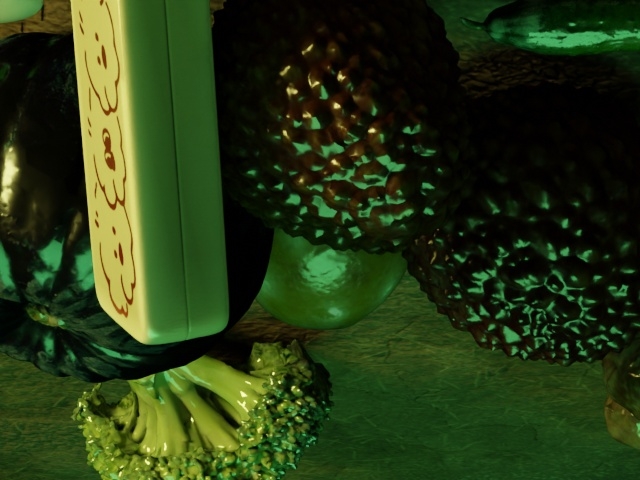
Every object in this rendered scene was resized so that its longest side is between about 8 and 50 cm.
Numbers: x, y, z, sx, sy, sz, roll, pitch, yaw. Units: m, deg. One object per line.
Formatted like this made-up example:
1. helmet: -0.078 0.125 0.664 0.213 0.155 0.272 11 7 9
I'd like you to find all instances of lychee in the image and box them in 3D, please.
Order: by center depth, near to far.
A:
1. lychee: 0.012 -0.109 1.623 0.236 0.271 0.236 -29 155 -15
2. lychee: 0.199 -0.025 1.825 0.264 0.300 0.264 -35 167 -9

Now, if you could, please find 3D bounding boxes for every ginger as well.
1. ginger: 0.444 0.167 2.344 0.244 0.155 0.304 -3 157 20

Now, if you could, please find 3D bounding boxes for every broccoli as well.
1. broccoli: -0.162 0.229 2.467 0.375 0.249 0.302 -8 158 38

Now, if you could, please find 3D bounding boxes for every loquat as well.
1. loquat: 0.000 0.000 1.997 0.179 0.179 0.227 9 153 -13

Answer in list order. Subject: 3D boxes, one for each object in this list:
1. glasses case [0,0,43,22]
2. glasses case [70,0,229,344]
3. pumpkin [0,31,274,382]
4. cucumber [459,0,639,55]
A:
1. glasses case: -0.304 -0.242 1.601 0.092 0.059 0.233 -7 156 20
2. glasses case: -0.137 -0.095 1.566 0.076 0.336 0.144 -9 -164 -21
3. pumpkin: -0.223 -0.027 1.823 0.363 0.266 0.363 7 153 4
4. cucumber: 0.242 -0.183 1.666 0.250 0.056 0.056 0 157 3
